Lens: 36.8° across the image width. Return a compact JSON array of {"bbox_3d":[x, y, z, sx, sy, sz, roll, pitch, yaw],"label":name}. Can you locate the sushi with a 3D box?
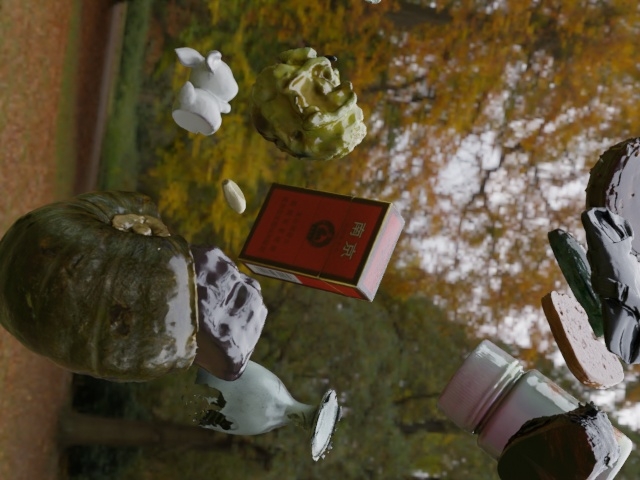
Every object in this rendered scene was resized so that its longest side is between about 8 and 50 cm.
[{"bbox_3d":[0.443,0.396,1.801,0.225,0.126,0.136,-31,-102,38],"label":"sushi"}]

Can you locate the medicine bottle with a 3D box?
[{"bbox_3d":[0.461,0.409,2.111,0.219,0.388,0.219,-48,162,-21],"label":"medicine bottle"}]

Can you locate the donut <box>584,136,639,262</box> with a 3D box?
[{"bbox_3d":[0.566,-0.076,1.717,0.089,0.235,0.235,11,-86,58],"label":"donut"}]

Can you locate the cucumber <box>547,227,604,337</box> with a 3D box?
[{"bbox_3d":[0.544,0.077,1.983,0.244,0.063,0.115,63,21,13],"label":"cucumber"}]

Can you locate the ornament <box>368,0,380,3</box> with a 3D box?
[{"bbox_3d":[0.064,-0.462,1.528,0.285,0.120,0.130,-105,-176,-66],"label":"ornament"}]

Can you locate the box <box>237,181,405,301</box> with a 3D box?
[{"bbox_3d":[-0.001,-0.001,1.564,0.153,0.239,0.074,-64,145,-21],"label":"box"}]

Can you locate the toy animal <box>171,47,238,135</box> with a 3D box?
[{"bbox_3d":[-0.293,-0.369,2.367,0.178,0.127,0.193,38,64,-60],"label":"toy animal"}]

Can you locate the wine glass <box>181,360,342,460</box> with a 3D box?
[{"bbox_3d":[-0.138,0.389,2.289,0.190,0.356,0.191,13,90,-76],"label":"wine glass"}]

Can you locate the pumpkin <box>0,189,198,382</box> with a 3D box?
[{"bbox_3d":[-0.301,0.071,1.228,0.325,0.232,0.242,-143,-128,-62],"label":"pumpkin"}]

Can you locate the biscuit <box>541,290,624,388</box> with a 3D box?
[{"bbox_3d":[0.496,0.191,1.823,0.036,0.186,0.192,-35,-118,34],"label":"biscuit"}]

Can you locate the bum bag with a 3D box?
[{"bbox_3d":[0.460,0.066,1.477,0.060,0.123,0.249,-33,-120,41],"label":"bum bag"}]

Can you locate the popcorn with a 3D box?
[{"bbox_3d":[-0.019,-0.234,1.682,0.189,0.218,0.170,107,6,-65],"label":"popcorn"}]

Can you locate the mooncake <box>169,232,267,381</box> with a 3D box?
[{"bbox_3d":[-0.308,0.137,2.139,0.351,0.381,0.212,92,22,-61],"label":"mooncake"}]

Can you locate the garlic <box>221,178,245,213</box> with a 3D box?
[{"bbox_3d":[-0.200,-0.105,2.180,0.083,0.041,0.053,61,5,-27],"label":"garlic"}]
